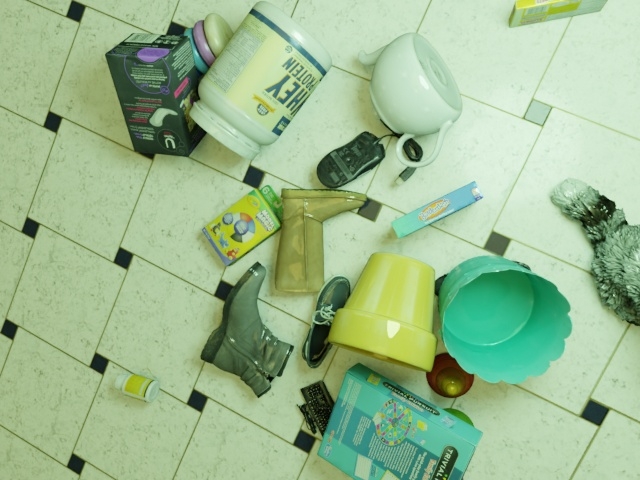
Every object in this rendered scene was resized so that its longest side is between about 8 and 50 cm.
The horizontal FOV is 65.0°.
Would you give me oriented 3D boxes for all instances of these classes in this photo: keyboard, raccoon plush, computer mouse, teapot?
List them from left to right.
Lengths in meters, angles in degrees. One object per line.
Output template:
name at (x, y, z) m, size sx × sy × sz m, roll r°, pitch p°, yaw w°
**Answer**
keyboard at (0.002, 0.485, 1.359) m, size 0.100 × 0.038 × 0.192 m, roll -27°, pitch 86°, yaw 13°
computer mouse at (0.132, -0.195, 1.291) m, size 0.262 × 0.060 × 0.184 m, roll -40°, pitch 80°, yaw 0°
teapot at (0.204, -0.341, 1.192) m, size 0.187 × 0.256 × 0.252 m, roll -30°, pitch 120°, yaw 34°
computer mouse at (0.400, 0.098, 1.251) m, size 0.242 × 0.041 × 0.071 m, roll -16°, pitch 88°, yaw 12°
raccoon plush at (0.674, 0.056, 1.056) m, size 0.446 × 0.299 × 0.216 m, roll 37°, pitch 100°, yaw 9°

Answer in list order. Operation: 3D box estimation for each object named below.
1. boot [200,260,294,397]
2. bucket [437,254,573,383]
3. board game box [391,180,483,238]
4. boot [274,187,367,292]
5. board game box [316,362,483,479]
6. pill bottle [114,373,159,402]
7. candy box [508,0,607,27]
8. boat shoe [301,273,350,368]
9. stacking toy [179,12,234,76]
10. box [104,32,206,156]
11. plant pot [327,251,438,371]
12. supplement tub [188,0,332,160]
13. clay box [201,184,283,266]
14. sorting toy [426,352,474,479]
boot at (-0.161, 0.240, 1.358) m, size 0.222 × 0.118 × 0.338 m, roll 29°, pitch 109°, yaw 7°
bucket at (0.404, 0.171, 1.158) m, size 0.281 × 0.183 × 0.281 m, roll 1°, pitch 102°, yaw 4°
board game box at (0.279, -0.071, 1.210) m, size 0.210 × 0.160 × 0.047 m, roll -27°, pitch 86°, yaw 12°
boot at (0.000, 0.000, 1.318) m, size 0.236 × 0.089 × 0.269 m, roll 2°, pitch 99°, yaw 7°
board game box at (0.181, 0.493, 1.217) m, size 0.336 × 0.079 × 0.254 m, roll 25°, pitch 106°, yaw 25°
pill bottle at (-0.535, 0.426, 1.461) m, size 0.116 × 0.065 × 0.065 m, roll 13°, pitch 95°, yaw 11°
candy box at (0.549, -0.540, 1.156) m, size 0.206 × 0.105 × 0.027 m, roll -6°, pitch 91°, yaw 12°
boat shoe at (0.016, 0.211, 1.308) m, size 0.095 × 0.079 × 0.254 m, roll 24°, pitch 99°, yaw -13°
stacking toy at (-0.392, -0.486, 1.362) m, size 0.330 × 0.141 × 0.141 m, roll -16°, pitch 89°, yaw 17°
box at (-0.409, -0.370, 1.290) m, size 0.165 × 0.143 × 0.270 m, roll 8°, pitch 133°, yaw 10°
plant pot at (0.170, 0.165, 1.208) m, size 0.254 × 0.254 × 0.239 m, roll 15°, pitch 77°, yaw 11°
supplement tub at (-0.153, -0.389, 1.253) m, size 0.235 × 0.235 × 0.325 m, roll 40°, pitch 100°, yaw 8°
clay box at (-0.200, -0.044, 1.372) m, size 0.222 × 0.053 × 0.127 m, roll -36°, pitch 85°, yaw 12°
sorting toy at (0.323, 0.473, 1.242) m, size 0.127 × 0.126 × 0.365 m, roll 0°, pitch 92°, yaw 12°
